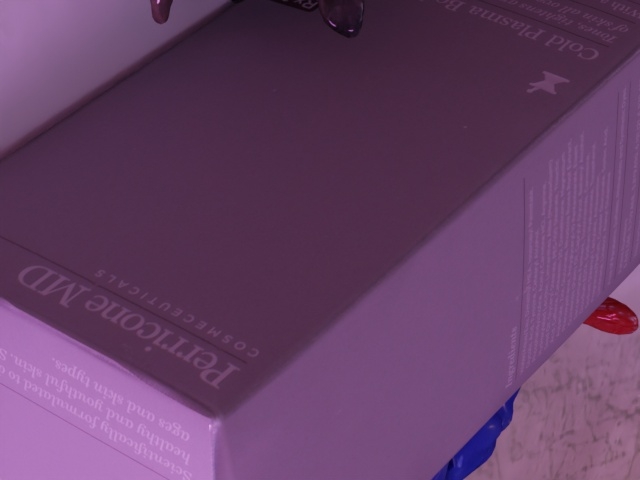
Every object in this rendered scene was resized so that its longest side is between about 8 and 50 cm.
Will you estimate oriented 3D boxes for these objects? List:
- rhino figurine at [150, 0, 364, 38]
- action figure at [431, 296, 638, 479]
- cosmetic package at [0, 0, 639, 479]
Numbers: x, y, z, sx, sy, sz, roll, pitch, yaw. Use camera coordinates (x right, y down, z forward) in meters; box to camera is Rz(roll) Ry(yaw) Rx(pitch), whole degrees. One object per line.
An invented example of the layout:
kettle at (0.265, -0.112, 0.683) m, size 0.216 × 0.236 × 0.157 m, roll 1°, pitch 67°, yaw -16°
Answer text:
rhino figurine at (0.029, -0.147, 0.529) m, size 0.243 × 0.073 × 0.106 m, roll -51°, pitch 144°, yaw -22°
action figure at (0.072, 0.094, 0.706) m, size 0.280 × 0.139 × 0.091 m, roll -39°, pitch 139°, yaw -35°
cosmetic package at (0.000, 0.000, 0.531) m, size 0.238 × 0.127 × 0.107 m, roll -39°, pitch 141°, yaw -41°
